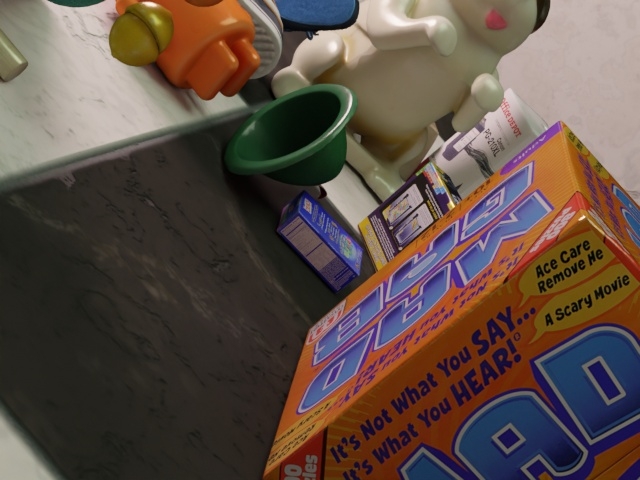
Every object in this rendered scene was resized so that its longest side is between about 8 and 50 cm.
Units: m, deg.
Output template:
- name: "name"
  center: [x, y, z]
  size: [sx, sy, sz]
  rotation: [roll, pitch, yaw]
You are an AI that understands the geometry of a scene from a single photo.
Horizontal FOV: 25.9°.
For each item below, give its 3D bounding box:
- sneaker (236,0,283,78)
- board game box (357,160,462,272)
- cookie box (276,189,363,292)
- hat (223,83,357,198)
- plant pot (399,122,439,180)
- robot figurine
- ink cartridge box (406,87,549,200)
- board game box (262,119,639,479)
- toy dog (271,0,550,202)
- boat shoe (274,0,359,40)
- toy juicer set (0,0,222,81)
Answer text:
- name: "sneaker"
  center: [-0.169, -0.371, 1.918]
  size: [0.321, 0.126, 0.127]
  rotation: [53, 18, -21]
- name: "board game box"
  center: [0.133, -0.004, 1.850]
  size: [0.048, 0.141, 0.170]
  rotation: [36, 21, -35]
- name: "cookie box"
  center: [0.000, 0.000, 1.676]
  size: [0.107, 0.040, 0.092]
  rotation: [47, 16, -11]
- name: "hat"
  center: [0.001, -0.074, 1.700]
  size: [0.183, 0.173, 0.208]
  rotation: [63, 35, -29]
- name: "plant pot"
  center: [0.137, -0.186, 2.342]
  size: [0.109, 0.096, 0.109]
  rotation: [42, 18, -25]
- name: "robot figurine"
  center: [-0.166, -0.275, 1.705]
  size: [0.219, 0.158, 0.128]
  rotation: [54, -16, 14]
- name: "ink cartridge box"
  center: [0.269, -0.113, 2.272]
  size: [0.100, 0.237, 0.172]
  rotation: [41, 18, -27]
- name: "board game box"
  center: [0.214, 0.165, 1.306]
  size: [0.356, 0.356, 0.356]
  rotation: [47, 16, -8]
- name: "toy dog"
  center: [0.172, -0.303, 2.139]
  size: [0.284, 0.408, 0.395]
  rotation: [45, 17, -16]
- name: "boat shoe"
  center: [-0.052, -0.358, 2.050]
  size: [0.258, 0.109, 0.089]
  rotation: [20, -11, 26]
- name: "toy juicer set"
  center: [-0.223, -0.254, 1.317]
  size: [0.089, 0.329, 0.209]
  rotation: [-31, 101, -79]
